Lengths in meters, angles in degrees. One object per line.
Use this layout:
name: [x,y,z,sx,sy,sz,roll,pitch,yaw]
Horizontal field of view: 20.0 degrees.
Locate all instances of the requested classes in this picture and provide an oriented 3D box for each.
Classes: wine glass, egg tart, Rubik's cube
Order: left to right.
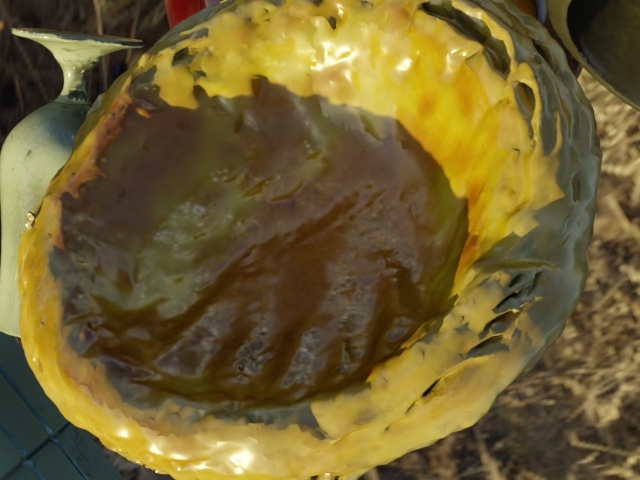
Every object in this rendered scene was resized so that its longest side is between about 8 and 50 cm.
Rubik's cube: [-0.350,0.236,1.678,0.221,0.224,0.231,-37,91,14]
wine glass: [-0.194,-0.042,1.371,0.103,0.103,0.231,6,97,-9]
egg tart: [0.000,0.000,1.147,0.387,0.169,0.388,-12,53,17]

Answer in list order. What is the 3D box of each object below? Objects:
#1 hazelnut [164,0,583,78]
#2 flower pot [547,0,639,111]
hazelnut: [0.048,-0.223,1.793,0.429,0.402,0.402,23,76,-1]
flower pot: [0.333,-0.204,1.461,0.269,0.269,0.166,28,73,-4]
